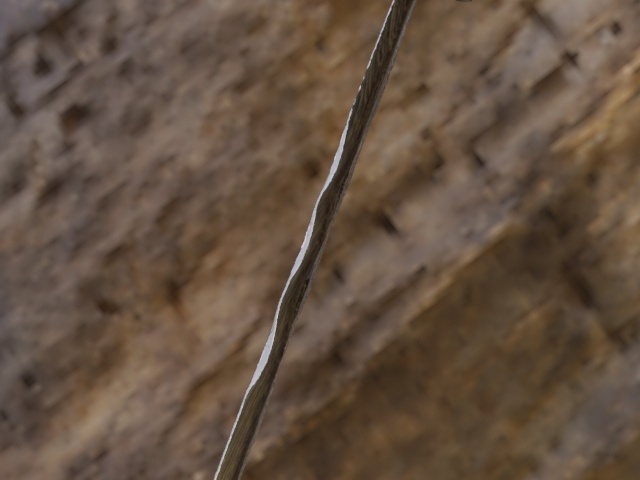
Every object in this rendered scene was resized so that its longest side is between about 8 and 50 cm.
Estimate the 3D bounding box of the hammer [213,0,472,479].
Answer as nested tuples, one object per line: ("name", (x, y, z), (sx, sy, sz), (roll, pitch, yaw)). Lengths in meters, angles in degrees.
("hammer", (0.000, 0.000, 0.856), (0.029, 0.058, 0.292), (22, -92, -76))
